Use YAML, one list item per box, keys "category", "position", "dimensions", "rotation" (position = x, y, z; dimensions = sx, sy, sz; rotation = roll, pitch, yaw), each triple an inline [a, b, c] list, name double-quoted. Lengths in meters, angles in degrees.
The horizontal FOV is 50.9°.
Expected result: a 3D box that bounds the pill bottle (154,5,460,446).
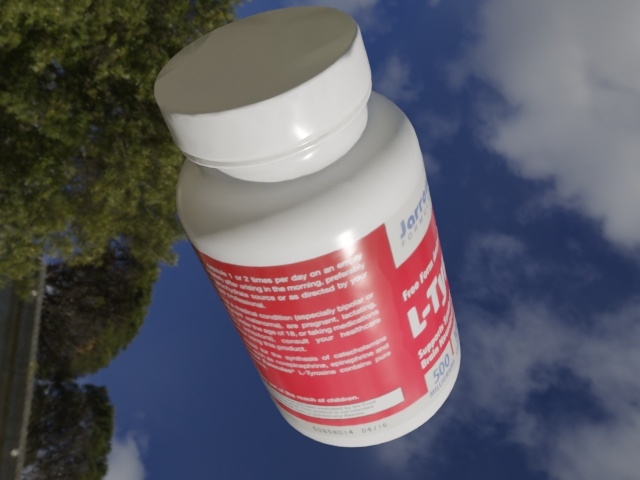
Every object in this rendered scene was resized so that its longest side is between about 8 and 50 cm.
- category: "pill bottle"
  position: [0.000, 0.000, 0.661]
  dimensions: [0.228, 0.408, 0.229]
  rotation: [-12, -140, 10]
